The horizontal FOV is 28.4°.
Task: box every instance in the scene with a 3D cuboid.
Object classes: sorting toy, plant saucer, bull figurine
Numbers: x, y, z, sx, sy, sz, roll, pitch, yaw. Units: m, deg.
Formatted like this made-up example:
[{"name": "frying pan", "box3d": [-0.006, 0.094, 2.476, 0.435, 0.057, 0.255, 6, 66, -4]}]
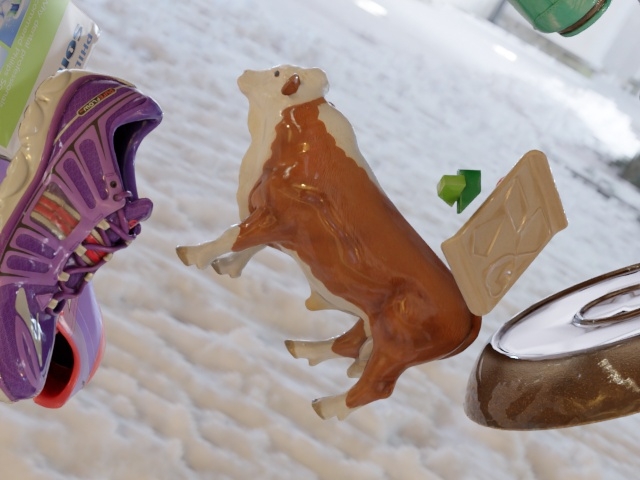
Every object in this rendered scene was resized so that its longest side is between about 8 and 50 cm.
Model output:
[{"name": "sorting toy", "box3d": [0.075, -0.011, 0.544, 0.012, 0.062, 0.083, 34, -17, 41]}, {"name": "plant saucer", "box3d": [0.258, 0.070, 1.045, 0.310, 0.310, 0.050, -49, 119, -74]}, {"name": "bull figurine", "box3d": [0.000, 0.000, 1.090, 0.310, 0.188, 0.101, 50, 12, -3]}]

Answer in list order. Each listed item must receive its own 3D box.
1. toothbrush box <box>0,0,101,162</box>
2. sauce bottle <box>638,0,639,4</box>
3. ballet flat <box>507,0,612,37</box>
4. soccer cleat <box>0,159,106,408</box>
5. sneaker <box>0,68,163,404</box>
[{"name": "toothbrush box", "box3d": [-0.297, -0.160, 0.792, 0.206, 0.122, 0.283, 19, -6, 16]}, {"name": "sauce bottle", "box3d": [0.244, -0.293, 0.836, 0.111, 0.111, 0.344, 42, -15, 37]}, {"name": "ballet flat", "box3d": [0.149, -0.226, 0.871, 0.087, 0.083, 0.247, 42, 27, -21]}, {"name": "soccer cleat", "box3d": [-0.232, 0.021, 1.044, 0.083, 0.248, 0.095, -3, 29, 9]}, {"name": "sneaker", "box3d": [-0.120, -0.003, 0.606, 0.071, 0.170, 0.068, 13, -15, 9]}]
